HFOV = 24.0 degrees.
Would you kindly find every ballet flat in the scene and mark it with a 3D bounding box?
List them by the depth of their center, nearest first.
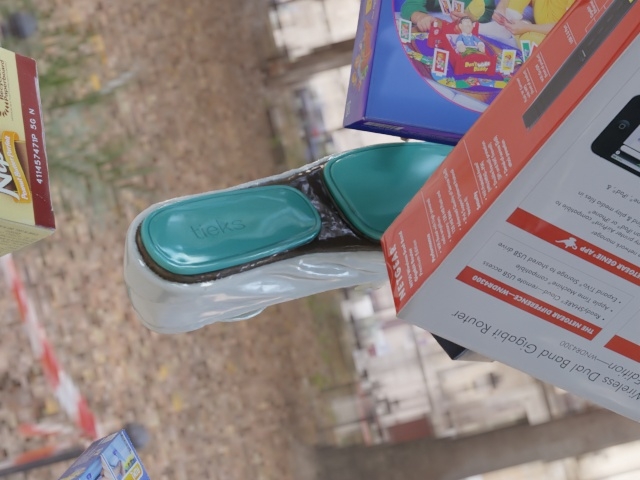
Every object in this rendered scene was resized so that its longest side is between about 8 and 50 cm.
[{"bbox_3d":[0.000,0.000,1.392,0.139,0.400,0.139,36,-48,53],"label":"ballet flat"}]

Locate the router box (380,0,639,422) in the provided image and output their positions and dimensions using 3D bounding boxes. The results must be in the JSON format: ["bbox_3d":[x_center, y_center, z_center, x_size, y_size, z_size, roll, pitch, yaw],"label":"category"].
[{"bbox_3d":[0.258,-0.017,0.942,0.301,0.335,0.082,-51,-152,29],"label":"router box"}]

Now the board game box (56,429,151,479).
[{"bbox_3d":[-0.177,0.254,1.229,0.136,0.035,0.201,64,18,-7],"label":"board game box"}]

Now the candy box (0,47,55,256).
[{"bbox_3d":[-0.404,-0.049,1.469,0.087,0.316,0.183,16,59,-51],"label":"candy box"}]

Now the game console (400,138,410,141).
[{"bbox_3d":[0.068,-0.170,1.446,0.144,0.085,0.124,52,56,-87],"label":"game console"}]

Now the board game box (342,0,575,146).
[{"bbox_3d":[0.208,-0.184,1.262,0.078,0.347,0.233,177,-78,-78],"label":"board game box"}]

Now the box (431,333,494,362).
[{"bbox_3d":[0.145,0.042,1.593,0.158,0.093,0.156,51,13,18],"label":"box"}]
